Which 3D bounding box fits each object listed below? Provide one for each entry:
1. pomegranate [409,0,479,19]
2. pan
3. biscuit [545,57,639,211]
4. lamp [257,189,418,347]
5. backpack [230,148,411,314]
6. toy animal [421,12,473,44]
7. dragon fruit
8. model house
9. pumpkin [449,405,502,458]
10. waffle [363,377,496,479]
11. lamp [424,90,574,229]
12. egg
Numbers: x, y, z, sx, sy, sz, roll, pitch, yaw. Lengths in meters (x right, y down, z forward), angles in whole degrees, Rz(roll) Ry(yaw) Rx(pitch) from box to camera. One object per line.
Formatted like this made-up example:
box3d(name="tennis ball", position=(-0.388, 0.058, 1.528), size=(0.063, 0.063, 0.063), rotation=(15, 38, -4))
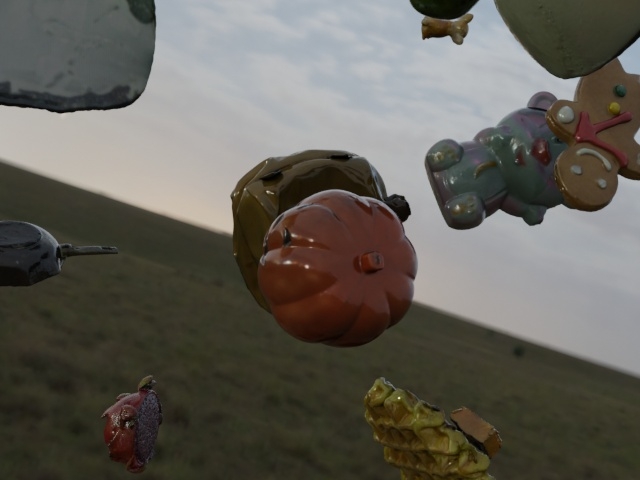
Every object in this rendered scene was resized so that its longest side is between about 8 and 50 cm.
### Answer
box3d(name="pomegranate", position=(0.172, -0.374, 1.590), size=(0.122, 0.122, 0.161), rotation=(18, 18, 18))
box3d(name="pan", position=(-0.383, 0.001, 1.488), size=(0.128, 0.048, 0.202), rotation=(27, 31, 27))
box3d(name="biscuit", position=(0.502, -0.194, 1.955), size=(0.216, 0.339, 0.047), rotation=(33, -30, -3))
box3d(name="lamp", position=(0.025, 0.033, 1.298), size=(0.188, 0.187, 0.164), rotation=(19, -15, -25))
box3d(name="backpack", position=(0.000, -0.003, 2.255), size=(0.353, 0.378, 0.201), rotation=(-18, 26, -8))
box3d(name="toy animal", position=(0.222, -0.374, 1.947), size=(0.083, 0.060, 0.081), rotation=(8, -9, 21))
box3d(name="dragon fruit", position=(-0.268, 0.260, 1.549), size=(0.068, 0.126, 0.112), rotation=(7, 35, 12))
box3d(name="model house", position=(-0.398, -0.289, 1.519), size=(0.271, 0.190, 0.301), rotation=(-3, 16, -29))
box3d(name="pumpkin", position=(0.252, 0.316, 1.828), size=(0.083, 0.054, 0.074), rotation=(38, -11, 39))
box3d(name="waffle", position=(0.182, 0.351, 1.743), size=(0.329, 0.062, 0.329), rotation=(44, -21, 22))
box3d(name="lamp", position=(0.370, -0.135, 2.213), size=(0.301, 0.247, 0.247), rotation=(-20, -11, 0))
box3d(name="egg", position=(0.322, -0.405, 1.488), size=(0.201, 0.337, 0.337), rotation=(20, -2, -24))
